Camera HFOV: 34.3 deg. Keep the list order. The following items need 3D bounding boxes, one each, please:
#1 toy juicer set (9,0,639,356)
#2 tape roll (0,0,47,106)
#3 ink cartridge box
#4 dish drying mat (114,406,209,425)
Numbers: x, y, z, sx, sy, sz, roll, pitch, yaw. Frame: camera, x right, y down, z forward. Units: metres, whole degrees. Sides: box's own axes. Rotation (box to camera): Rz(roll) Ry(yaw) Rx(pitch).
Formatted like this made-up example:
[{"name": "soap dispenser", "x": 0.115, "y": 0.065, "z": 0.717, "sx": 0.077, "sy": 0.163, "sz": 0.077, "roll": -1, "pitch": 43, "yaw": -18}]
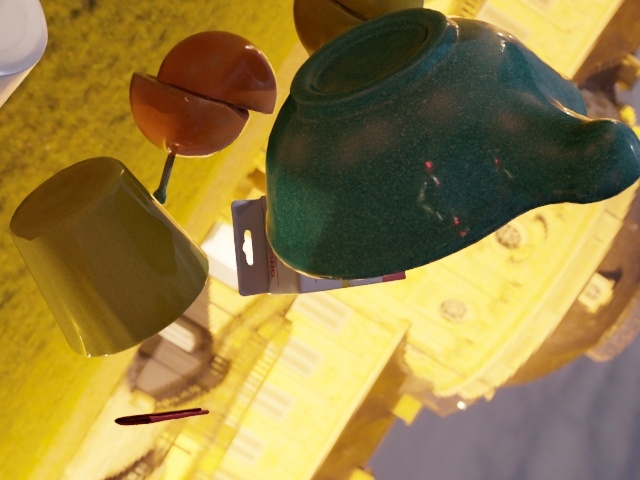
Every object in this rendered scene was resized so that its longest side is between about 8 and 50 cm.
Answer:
[{"name": "toy juicer set", "x": 0.044, "y": -0.060, "z": 0.434, "sx": 0.329, "sy": 0.089, "sz": 0.209, "roll": -15, "pitch": -147, "yaw": 24}, {"name": "tape roll", "x": -0.395, "y": -0.189, "z": 0.931, "sx": 0.169, "sy": 0.246, "sz": 0.246, "roll": -41, "pitch": -166, "yaw": 28}, {"name": "ink cartridge box", "x": 0.000, "y": 0.000, "z": 1.177, "sx": 0.067, "sy": 0.198, "sz": 0.115, "roll": -4, "pitch": -88, "yaw": 53}, {"name": "dish drying mat", "x": -0.114, "y": 0.128, "z": 0.754, "sx": 0.083, "sy": 0.032, "sz": 0.008, "roll": 11, "pitch": 70, "yaw": -67}]
